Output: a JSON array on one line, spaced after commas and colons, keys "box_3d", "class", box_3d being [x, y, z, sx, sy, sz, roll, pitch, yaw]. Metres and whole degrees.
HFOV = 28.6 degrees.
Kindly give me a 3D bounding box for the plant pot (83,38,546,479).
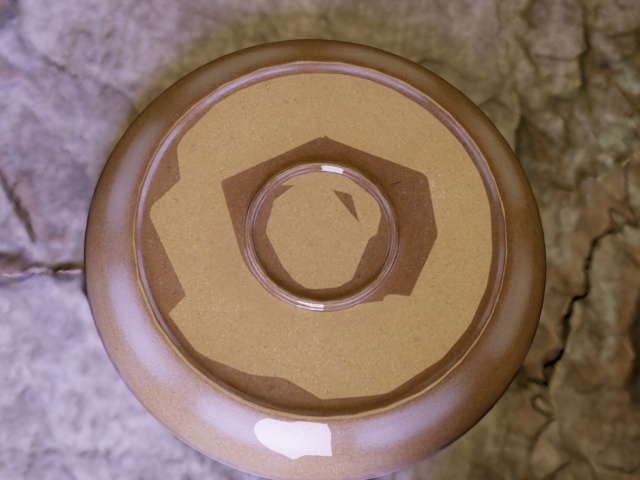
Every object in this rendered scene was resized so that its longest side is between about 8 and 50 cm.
[{"box_3d": [0.000, 0.000, 0.625, 0.236, 0.032, 0.236, 2, 71, -5], "class": "plant pot"}]
